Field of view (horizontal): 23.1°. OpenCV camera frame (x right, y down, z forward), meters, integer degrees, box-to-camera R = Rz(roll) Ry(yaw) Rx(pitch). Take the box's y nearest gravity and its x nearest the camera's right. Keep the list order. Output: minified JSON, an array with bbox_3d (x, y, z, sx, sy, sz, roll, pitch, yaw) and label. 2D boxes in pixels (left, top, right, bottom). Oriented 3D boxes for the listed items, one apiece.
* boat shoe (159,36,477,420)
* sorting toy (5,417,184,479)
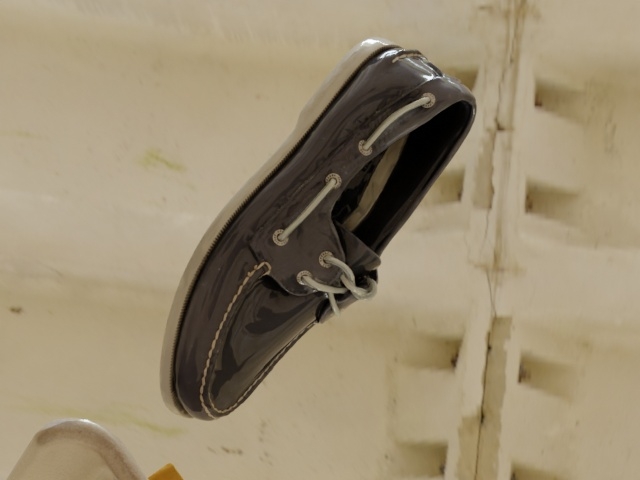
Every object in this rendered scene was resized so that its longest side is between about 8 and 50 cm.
[{"bbox_3d":[0.000,0.000,0.725,0.065,0.075,0.206,27,-101,33],"label":"boat shoe"},{"bbox_3d":[-0.050,0.165,0.658,0.038,0.193,0.208,-39,-93,-23],"label":"sorting toy"}]
